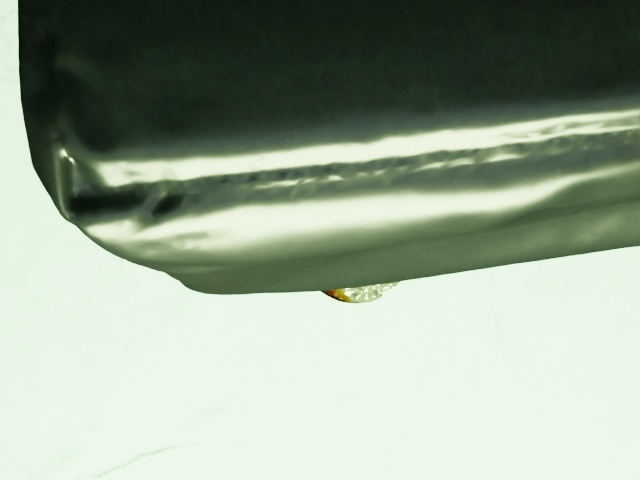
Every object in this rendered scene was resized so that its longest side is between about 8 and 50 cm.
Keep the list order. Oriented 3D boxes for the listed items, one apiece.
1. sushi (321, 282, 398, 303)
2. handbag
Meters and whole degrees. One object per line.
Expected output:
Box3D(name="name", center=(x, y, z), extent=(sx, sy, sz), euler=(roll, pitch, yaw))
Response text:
Box3D(name="sushi", center=(0.000, 0.000, 0.768), extent=(0.083, 0.044, 0.046), euler=(27, 149, -21))
Box3D(name="handbag", center=(0.055, -0.083, 0.612), extent=(0.302, 0.178, 0.275), euler=(-8, 174, 5))
